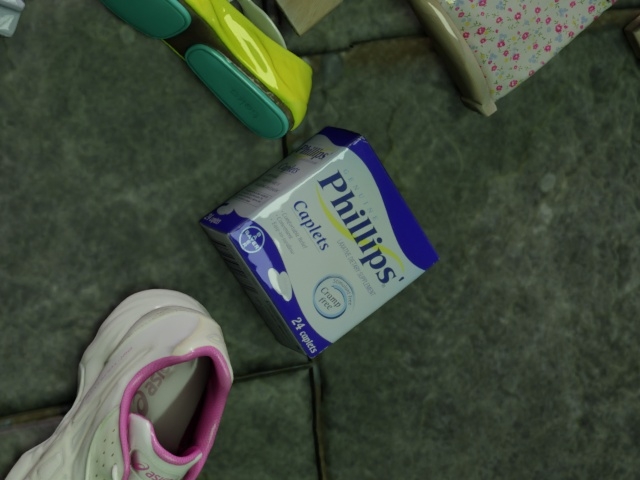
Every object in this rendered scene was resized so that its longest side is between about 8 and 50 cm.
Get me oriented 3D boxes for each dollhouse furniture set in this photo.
[{"bbox_3d":[0.138,-0.185,1.308,0.303,0.174,0.355,-40,118,-8],"label":"dollhouse furniture set"}]

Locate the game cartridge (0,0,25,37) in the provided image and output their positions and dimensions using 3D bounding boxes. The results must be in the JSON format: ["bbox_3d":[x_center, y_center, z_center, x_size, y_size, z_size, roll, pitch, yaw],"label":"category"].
[{"bbox_3d":[-0.264,-0.315,1.215,0.196,0.060,0.294,20,89,-26],"label":"game cartridge"}]

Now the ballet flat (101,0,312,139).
[{"bbox_3d":[-0.091,-0.172,1.299,0.231,0.077,0.077,42,60,-24],"label":"ballet flat"}]

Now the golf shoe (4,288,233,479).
[{"bbox_3d":[-0.160,0.183,1.275,0.115,0.140,0.306,25,89,-24],"label":"golf shoe"}]

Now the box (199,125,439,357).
[{"bbox_3d":[0.000,0.000,1.350,0.137,0.072,0.126,-38,109,-14],"label":"box"}]
